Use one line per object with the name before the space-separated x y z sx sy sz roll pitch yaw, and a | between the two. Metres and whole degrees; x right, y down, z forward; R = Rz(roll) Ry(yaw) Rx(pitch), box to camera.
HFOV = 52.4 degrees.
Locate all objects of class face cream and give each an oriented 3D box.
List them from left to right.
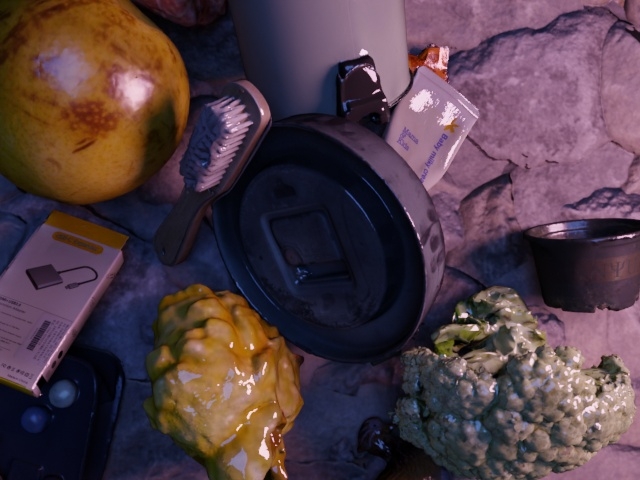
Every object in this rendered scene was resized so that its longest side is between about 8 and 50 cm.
face cream | 0.130 -0.125 0.908 0.114 0.070 0.224 35 82 -14

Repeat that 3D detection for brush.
brush | -0.157 -0.062 0.800 0.070 0.327 0.065 49 45 10

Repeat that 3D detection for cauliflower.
cauliflower | 0.235 0.178 0.834 0.272 0.275 0.250 -27 45 26

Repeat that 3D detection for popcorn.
popcorn | -0.110 0.181 0.808 0.192 0.233 0.266 -24 60 -7

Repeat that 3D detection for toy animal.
toy animal | 0.080 0.346 0.868 0.188 0.089 0.179 -42 69 -2

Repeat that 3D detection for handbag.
handbag | -0.451 0.257 0.860 0.325 0.118 0.269 10 86 3

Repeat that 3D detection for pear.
pear | -0.301 -0.182 0.817 0.280 0.281 0.281 0 86 0

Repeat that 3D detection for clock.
clock | 0.000 0.000 0.796 0.319 0.319 0.066 49 46 4

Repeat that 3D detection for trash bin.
trash bin | -0.005 -0.301 0.790 0.217 0.277 0.262 -20 128 -12

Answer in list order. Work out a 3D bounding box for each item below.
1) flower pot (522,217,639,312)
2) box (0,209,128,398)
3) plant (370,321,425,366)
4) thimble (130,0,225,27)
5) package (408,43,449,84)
flower pot | 0.354 0.033 0.858 0.157 0.157 0.107 -9 98 0
box | -0.365 0.076 0.861 0.129 0.033 0.247 19 55 7
plant | 0.105 0.130 0.896 0.102 0.051 0.051 -32 86 -7
thimble | -0.193 -0.412 0.851 0.162 0.239 0.239 20 86 6
package | 0.135 -0.241 0.931 0.110 0.033 0.077 0 76 -4
